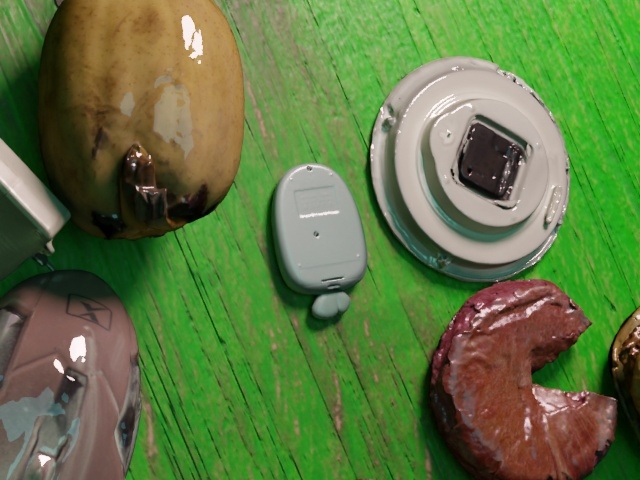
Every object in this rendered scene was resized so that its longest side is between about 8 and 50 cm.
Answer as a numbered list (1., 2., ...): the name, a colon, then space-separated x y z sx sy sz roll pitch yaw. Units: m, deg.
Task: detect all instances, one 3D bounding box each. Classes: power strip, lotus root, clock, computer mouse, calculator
1. power strip: -0.354 -0.104 1.309 0.367 0.106 0.043 48 40 -11
2. lotus root: -0.158 -0.151 1.371 0.182 0.183 0.310 2 81 -24
3. clock: 0.164 -0.076 1.573 0.236 0.053 0.237 3 82 -24
4. computer mouse: -0.255 0.203 1.305 0.199 0.115 0.389 22 73 -17
5. calculator: 0.000 0.000 1.502 0.095 0.021 0.153 -8 82 -25

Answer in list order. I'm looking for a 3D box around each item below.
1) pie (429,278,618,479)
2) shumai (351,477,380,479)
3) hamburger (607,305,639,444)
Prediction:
1. pie: 0.207 0.151 1.555 0.204 0.054 0.219 -31 95 -26
2. shumai: 0.045 0.282 1.442 0.099 0.087 0.124 13 75 -21
3. hamburger: 0.385 0.140 1.615 0.183 0.130 0.206 -40 117 -23
